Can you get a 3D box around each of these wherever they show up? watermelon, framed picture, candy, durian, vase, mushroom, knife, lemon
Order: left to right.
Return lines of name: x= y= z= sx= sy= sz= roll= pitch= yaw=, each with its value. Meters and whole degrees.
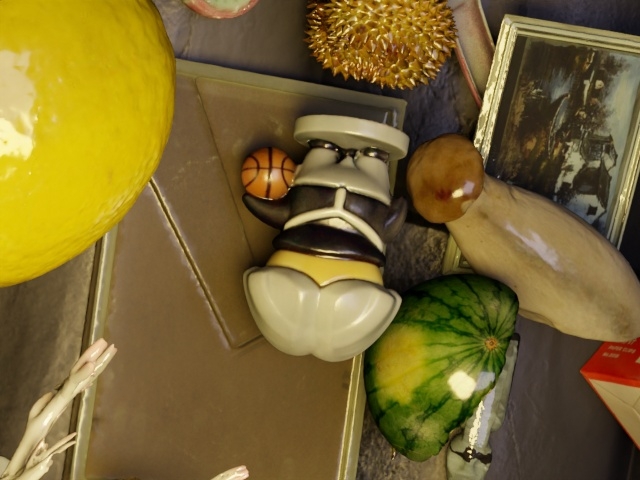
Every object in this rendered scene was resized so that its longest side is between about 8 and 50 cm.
lemon: x=-0.294 y=-0.123 z=1.626 sx=0.348 sy=0.348 sz=0.348 roll=-2 pitch=94 yaw=-28
candy: x=-0.102 y=-0.272 z=1.874 sx=0.103 sy=0.043 sz=0.103 roll=-1 pitch=92 yaw=-30
framed picture: x=-0.083 y=0.049 z=1.915 sx=0.326 sy=0.028 sz=0.446 roll=9 pitch=89 yaw=-28
durian: x=0.059 y=-0.222 z=1.901 sx=0.168 sy=0.158 sz=0.137 roll=14 pitch=101 yaw=-30
watermelon: x=0.111 y=0.119 z=1.927 sx=0.127 sy=0.232 sz=0.204 roll=30 pitch=80 yaw=-7
vase: x=0.170 y=0.199 z=2.043 sx=0.060 sy=0.060 sz=0.211 roll=13 pitch=88 yaw=-28
knife: x=0.177 y=-0.212 z=2.014 sx=0.123 sy=0.053 sz=0.278 roll=-31 pitch=119 yaw=-18
mushroom: x=0.224 y=0.008 z=1.988 sx=0.350 sy=0.128 sz=0.128 roll=37 pitch=76 yaw=-32
framed picture: x=0.264 y=-0.089 z=2.057 sx=0.232 sy=0.019 sz=0.296 roll=5 pitch=106 yaw=-28

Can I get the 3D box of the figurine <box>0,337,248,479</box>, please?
figurine: x=-0.260 y=0.232 z=1.670 sx=0.284 sy=0.316 sz=0.206 roll=-48 pitch=118 yaw=-19

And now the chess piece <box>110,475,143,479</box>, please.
chess piece: x=-0.180 y=0.371 z=1.775 sx=0.143 sy=0.143 sz=0.261 roll=30 pitch=58 yaw=-27

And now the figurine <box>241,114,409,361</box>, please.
figurine: x=0.000 y=0.000 z=1.863 sx=0.176 sy=0.133 sz=0.236 roll=8 pitch=81 yaw=3

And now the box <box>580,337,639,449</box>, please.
box: x=0.406 y=0.185 z=2.129 sx=0.099 sy=0.133 sz=0.182 roll=-46 pitch=110 yaw=-17
